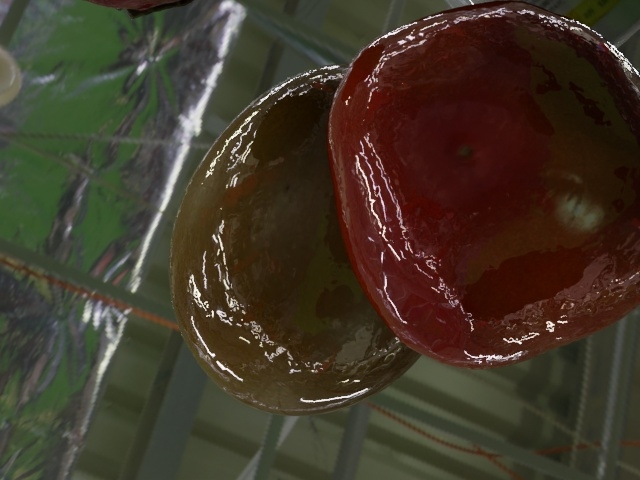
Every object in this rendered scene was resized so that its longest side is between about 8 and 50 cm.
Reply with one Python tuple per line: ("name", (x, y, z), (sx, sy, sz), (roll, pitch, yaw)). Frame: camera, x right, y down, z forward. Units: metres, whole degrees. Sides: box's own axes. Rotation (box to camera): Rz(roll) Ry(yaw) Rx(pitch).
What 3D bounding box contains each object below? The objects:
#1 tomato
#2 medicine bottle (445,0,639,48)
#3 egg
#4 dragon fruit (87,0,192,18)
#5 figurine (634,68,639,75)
("tomato", (0.119, -0.044, 0.764), (0.259, 0.260, 0.180), (67, -164, 10))
("medicine bottle", (0.211, -0.350, 1.268), (0.339, 0.208, 0.208), (48, -123, -9))
("egg", (0.000, 0.000, 1.100), (0.283, 0.282, 0.351), (15, -81, -21))
("dragon fruit", (-0.164, -0.311, 0.973), (0.244, 0.299, 0.244), (-6, -112, 16))
("figurine", (0.373, -0.061, 0.914), (0.309, 0.143, 0.308), (16, -119, -31))
